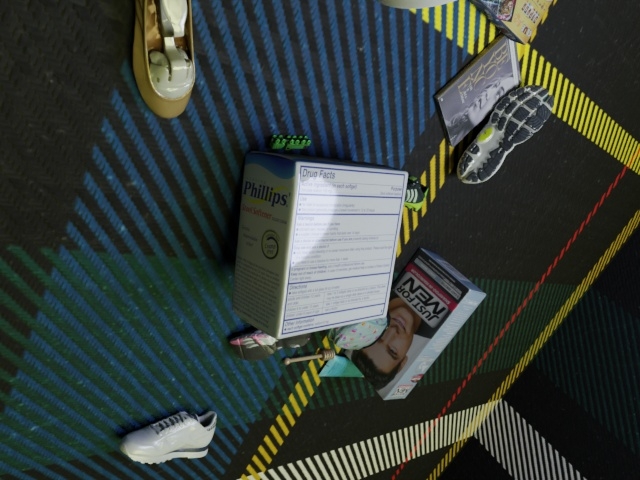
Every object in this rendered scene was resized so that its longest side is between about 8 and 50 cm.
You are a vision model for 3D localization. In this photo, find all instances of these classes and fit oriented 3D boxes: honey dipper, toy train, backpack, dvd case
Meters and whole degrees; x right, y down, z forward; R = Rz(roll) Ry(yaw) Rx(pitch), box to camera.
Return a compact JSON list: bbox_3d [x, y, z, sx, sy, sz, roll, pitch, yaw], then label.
[{"bbox_3d":[-0.031,0.307,1.343,0.160,0.030,0.031,0,124,-40],"label":"honey dipper"},{"bbox_3d":[-0.052,-0.169,0.894,0.083,0.017,0.024,-6,138,-39],"label":"toy train"},{"bbox_3d":[0.085,0.204,1.284,0.182,0.115,0.152,23,110,-48],"label":"backpack"},{"bbox_3d":[0.346,-0.326,1.114,0.221,0.018,0.164,-43,142,-3],"label":"dvd case"}]

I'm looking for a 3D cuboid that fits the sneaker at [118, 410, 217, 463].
[{"bbox_3d":[-0.334,0.426,1.141,0.235,0.090,0.095,18,99,-53],"label":"sneaker"}]

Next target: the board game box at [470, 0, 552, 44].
[{"bbox_3d":[0.354,-0.488,0.940,0.243,0.042,0.165,13,113,-44],"label":"board game box"}]

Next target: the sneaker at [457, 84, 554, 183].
[{"bbox_3d":[0.419,-0.248,1.203,0.275,0.107,0.110,-46,176,11],"label":"sneaker"}]

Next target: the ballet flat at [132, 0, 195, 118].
[{"bbox_3d":[-0.194,-0.249,0.643,0.080,0.073,0.233,-21,136,-28],"label":"ballet flat"}]

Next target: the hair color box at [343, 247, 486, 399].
[{"bbox_3d":[0.248,0.229,1.397,0.113,0.185,0.375,16,113,-49],"label":"hair color box"}]

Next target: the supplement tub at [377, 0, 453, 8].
[{"bbox_3d":[0.111,-0.472,0.581,0.241,0.241,0.331,-39,142,-8],"label":"supplement tub"}]

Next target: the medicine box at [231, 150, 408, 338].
[{"bbox_3d":[0.000,0.000,0.919,0.263,0.149,0.290,-2,104,-42],"label":"medicine box"}]

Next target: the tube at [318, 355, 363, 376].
[{"bbox_3d":[0.087,0.369,1.495,0.207,0.052,0.080,17,107,-43],"label":"tube"}]

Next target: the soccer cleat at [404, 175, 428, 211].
[{"bbox_3d":[0.182,-0.112,1.135,0.178,0.060,0.072,11,107,-54],"label":"soccer cleat"}]

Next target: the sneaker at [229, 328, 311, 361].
[{"bbox_3d":[-0.114,0.212,1.148,0.178,0.077,0.072,-8,116,-10],"label":"sneaker"}]
